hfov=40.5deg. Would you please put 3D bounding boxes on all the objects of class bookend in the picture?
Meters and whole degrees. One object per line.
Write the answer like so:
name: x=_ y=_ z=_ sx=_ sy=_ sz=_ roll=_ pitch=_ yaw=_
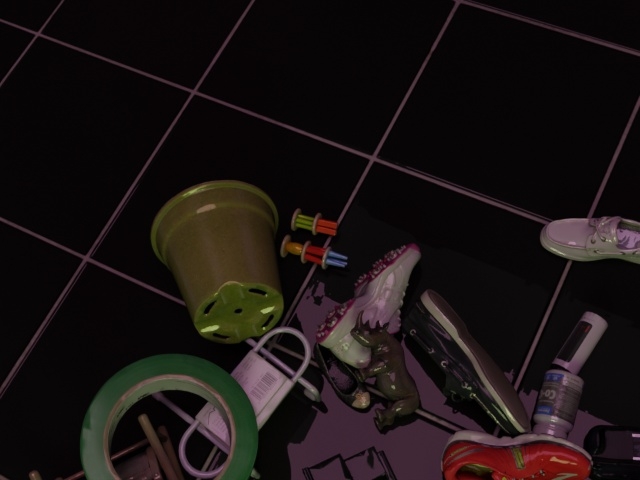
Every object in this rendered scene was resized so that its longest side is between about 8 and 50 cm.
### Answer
bookend: x=0.059 y=0.449 z=1.647 sx=0.157 sy=0.156 sz=0.072 roll=-24 pitch=64 yaw=-4

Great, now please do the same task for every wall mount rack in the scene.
wall mount rack: x=-0.182 y=0.309 z=1.772 sx=0.304 sy=0.130 sz=0.350 roll=35 pitch=74 yaw=18

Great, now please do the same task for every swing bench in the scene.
swing bench: x=-0.386 y=0.516 z=1.683 sx=0.253 sy=0.165 sz=0.254 roll=-26 pitch=69 yaw=-5

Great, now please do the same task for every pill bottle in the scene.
pill bottle: x=0.460 y=0.328 z=1.688 sx=0.078 sy=0.078 sz=0.137 roll=16 pitch=68 yaw=15

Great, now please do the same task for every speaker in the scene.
speaker: x=0.523 y=0.211 z=1.747 sx=0.055 sy=0.055 sz=0.136 roll=32 pitch=74 yaw=21

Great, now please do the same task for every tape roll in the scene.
tape roll: x=-0.277 y=0.373 z=1.605 sx=0.322 sy=0.077 sz=0.321 roll=4 pitch=62 yaw=-7

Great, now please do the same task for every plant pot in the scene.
plant pot: x=-0.190 y=0.062 z=1.769 sx=0.276 sy=0.276 sz=0.253 roll=-21 pitch=48 yaw=-2

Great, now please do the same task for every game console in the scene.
game console: x=0.691 y=0.397 z=1.642 sx=0.362 sy=0.044 sz=0.213 roll=2 pitch=64 yaw=9

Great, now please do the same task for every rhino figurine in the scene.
rhino figurine: x=0.124 y=0.251 z=1.728 sx=0.106 sy=0.073 sz=0.243 roll=-22 pitch=96 yaw=-14

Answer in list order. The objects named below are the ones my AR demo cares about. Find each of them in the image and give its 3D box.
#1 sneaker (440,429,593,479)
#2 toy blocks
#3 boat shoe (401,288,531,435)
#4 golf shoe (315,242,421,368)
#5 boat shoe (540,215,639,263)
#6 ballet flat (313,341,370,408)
sneaker: x=0.365 y=0.434 z=1.621 sx=0.279 sy=0.107 sz=0.118 roll=-2 pitch=32 yaw=18
toy blocks: x=0.000 y=0.000 z=1.924 sx=0.148 sy=0.054 sz=0.123 roll=16 pitch=69 yaw=15
boat shoe: x=0.279 y=0.262 z=1.731 sx=0.113 sy=0.127 sz=0.340 roll=-42 pitch=75 yaw=18
golf shoe: x=0.125 y=0.138 z=1.827 sx=0.140 sy=0.115 sz=0.306 roll=46 pitch=70 yaw=-6
boat shoe: x=0.605 y=-0.012 z=1.816 sx=0.277 sy=0.096 sz=0.098 roll=5 pitch=66 yaw=11
ballet flat: x=0.039 y=0.279 z=1.789 sx=0.057 sy=0.049 sz=0.173 roll=-38 pitch=66 yaw=-9
